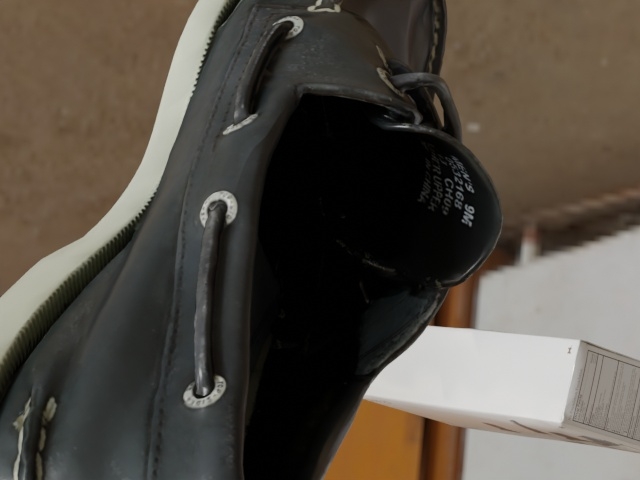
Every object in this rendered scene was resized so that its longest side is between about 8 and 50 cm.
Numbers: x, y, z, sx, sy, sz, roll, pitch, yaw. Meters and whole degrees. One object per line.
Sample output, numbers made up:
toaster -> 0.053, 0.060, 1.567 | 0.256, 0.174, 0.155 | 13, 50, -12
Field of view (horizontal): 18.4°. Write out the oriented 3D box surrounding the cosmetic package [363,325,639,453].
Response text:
cosmetic package -> 0.128, 0.099, 1.345 | 0.099, 0.060, 0.239 | 21, 170, -31

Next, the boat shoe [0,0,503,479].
boat shoe -> -0.001, -0.003, 0.634 | 0.113, 0.340, 0.127 | 0, 121, 26
